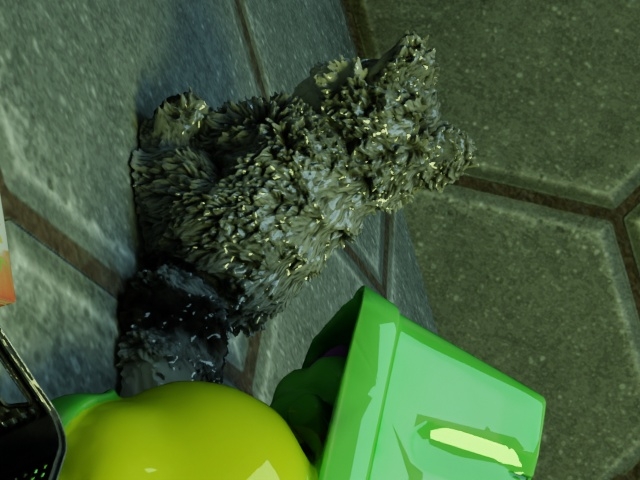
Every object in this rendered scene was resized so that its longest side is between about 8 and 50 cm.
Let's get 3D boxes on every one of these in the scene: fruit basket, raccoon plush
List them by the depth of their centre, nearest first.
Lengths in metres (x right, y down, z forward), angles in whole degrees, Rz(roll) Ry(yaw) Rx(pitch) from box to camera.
[{"bbox_3d":[-0.044,0.216,0.871,0.283,0.392,0.392,122,-41,-68],"label":"fruit basket"},{"bbox_3d":[0.000,0.000,1.115,0.216,0.299,0.446,59,21,-46],"label":"raccoon plush"}]

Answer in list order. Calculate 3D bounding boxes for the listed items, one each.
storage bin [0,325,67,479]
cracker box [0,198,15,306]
[{"bbox_3d":[-0.204,0.112,0.592,0.122,0.084,0.180,62,8,-20],"label":"storage bin"},{"bbox_3d":[-0.258,-0.076,0.690,0.155,0.067,0.232,32,45,-71],"label":"cracker box"}]
